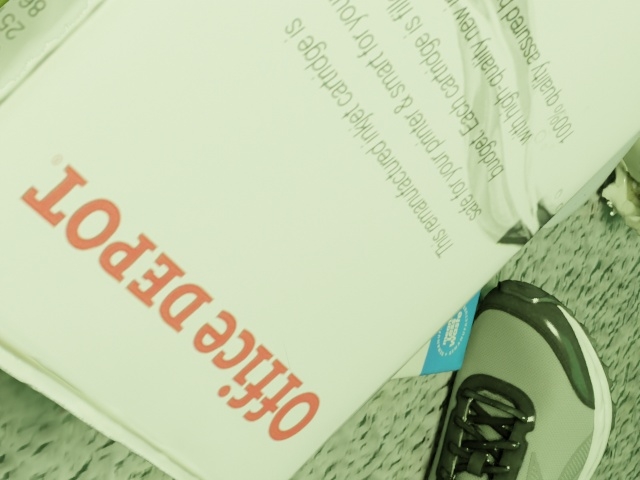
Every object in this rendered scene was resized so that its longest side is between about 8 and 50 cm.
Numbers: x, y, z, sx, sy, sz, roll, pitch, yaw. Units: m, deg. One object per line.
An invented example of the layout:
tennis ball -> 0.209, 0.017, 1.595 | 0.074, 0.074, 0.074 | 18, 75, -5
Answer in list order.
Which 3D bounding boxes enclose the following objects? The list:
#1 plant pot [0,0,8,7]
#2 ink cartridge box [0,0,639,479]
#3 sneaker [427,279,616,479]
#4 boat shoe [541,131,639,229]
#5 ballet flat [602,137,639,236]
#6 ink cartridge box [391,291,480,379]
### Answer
plant pot -> -0.226, -0.043, 0.346 | 0.254, 0.276, 0.276 | -55, 147, -6
ink cartridge box -> 0.016, -0.124, 0.611 | 0.395, 0.166, 0.285 | -45, 149, -3
sneaker -> 0.115, 0.156, 1.119 | 0.108, 0.100, 0.271 | -19, 122, -47
boat shoe -> 0.177, -0.123, 0.988 | 0.096, 0.088, 0.267 | 27, 112, -30
ballet flat -> 0.245, -0.164, 1.130 | 0.147, 0.147, 0.409 | -42, 139, -39
ink cartridge box -> 0.000, 0.000, 0.869 | 0.231, 0.078, 0.134 | -1, 107, -57
